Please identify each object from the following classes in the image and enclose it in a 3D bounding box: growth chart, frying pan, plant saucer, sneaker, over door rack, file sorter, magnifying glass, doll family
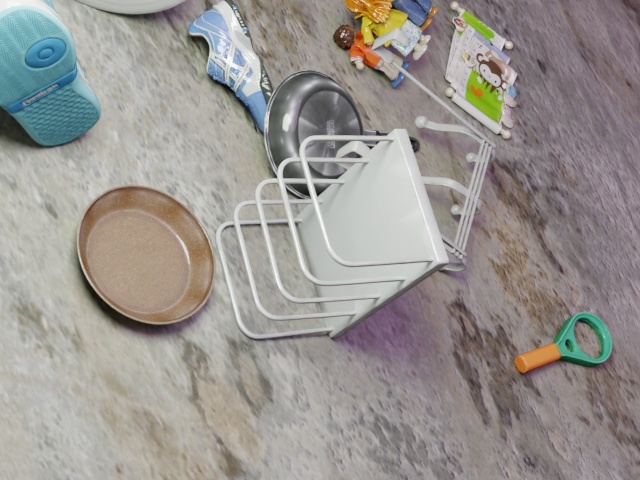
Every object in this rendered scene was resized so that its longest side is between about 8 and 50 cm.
[{"bbox_3d":[0.292,-0.303,2.115,0.172,0.021,0.237,26,54,-24],"label":"growth chart"},{"bbox_3d":[0.042,-0.134,1.804,0.326,0.053,0.197,29,69,-38],"label":"frying pan"},{"bbox_3d":[-0.232,0.023,1.539,0.198,0.036,0.198,18,56,-29],"label":"plant saucer"},{"bbox_3d":[-0.124,-0.251,1.756,0.081,0.080,0.211,-26,92,-3],"label":"sneaker"},{"bbox_3d":[0.140,-0.132,1.814,0.324,0.108,0.239,43,52,-37],"label":"over door rack"},{"bbox_3d":[0.000,0.000,1.565,0.173,0.278,0.193,-3,68,-33],"label":"file sorter"},{"bbox_3d":[0.401,0.176,1.927,0.231,0.026,0.092,-13,74,-39],"label":"magnifying glass"},{"bbox_3d":[-0.381,-0.263,1.442,0.127,0.319,0.208,-26,72,-9],"label":"sneaker"},{"bbox_3d":[0.114,-0.398,1.969,0.163,0.118,0.263,33,51,-17],"label":"doll family"}]

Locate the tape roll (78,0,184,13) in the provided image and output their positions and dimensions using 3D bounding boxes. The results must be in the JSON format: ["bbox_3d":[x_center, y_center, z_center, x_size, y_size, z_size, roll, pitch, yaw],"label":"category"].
[{"bbox_3d":[-0.272,-0.457,1.635,0.246,0.246,0.169,20,56,-27],"label":"tape roll"}]
